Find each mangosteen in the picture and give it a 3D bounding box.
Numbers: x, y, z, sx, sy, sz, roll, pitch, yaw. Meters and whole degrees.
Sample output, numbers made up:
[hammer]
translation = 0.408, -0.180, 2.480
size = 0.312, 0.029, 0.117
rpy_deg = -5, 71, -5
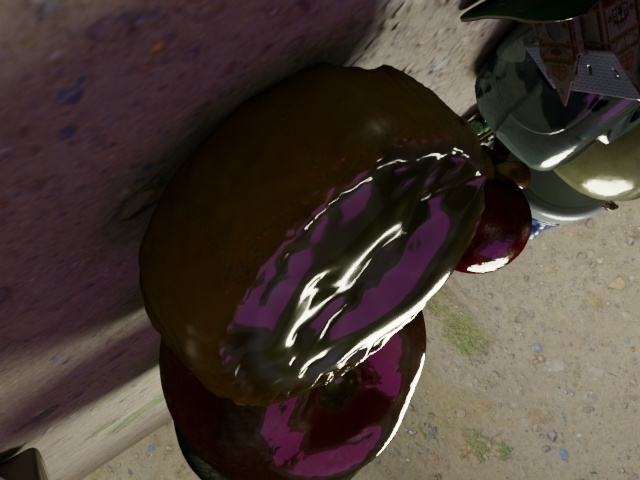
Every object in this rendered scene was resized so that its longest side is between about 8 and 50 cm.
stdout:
[mangosteen]
translation = 0.271, -0.070, 1.270
size = 0.215, 0.215, 0.257
rpy_deg = -29, 138, -47

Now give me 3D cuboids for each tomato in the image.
[tomato]
translation = -0.036, 0.109, 0.743
size = 0.270, 0.270, 0.223
rpy_deg = -34, -149, -20

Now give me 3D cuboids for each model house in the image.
[model house]
translation = 0.207, -0.162, 0.545
size = 0.167, 0.088, 0.117
rpy_deg = -35, -150, -19

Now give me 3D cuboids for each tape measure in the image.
[tape measure]
translation = 0.290, -0.185, 0.746
size = 0.256, 0.147, 0.275
rpy_deg = -36, 172, 3

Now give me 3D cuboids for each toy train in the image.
[toy train]
translation = 0.229, -0.162, 1.014
size = 0.103, 0.044, 0.064
rpy_deg = -34, 169, -37

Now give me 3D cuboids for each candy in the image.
[candy]
translation = 0.000, 0.000, 0.505
size = 0.260, 0.118, 0.259
rpy_deg = -31, 146, -24

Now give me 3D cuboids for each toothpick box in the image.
[toothpick box]
translation = 0.462, -0.131, 1.484
size = 0.263, 0.263, 0.355
rpy_deg = -37, 174, 3

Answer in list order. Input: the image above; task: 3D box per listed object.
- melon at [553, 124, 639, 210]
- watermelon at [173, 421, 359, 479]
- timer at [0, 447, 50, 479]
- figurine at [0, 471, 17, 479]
[melon]
translation = 0.482, -0.197, 1.149
size = 0.272, 0.271, 0.308
rpy_deg = -31, 177, -37
[watermelon]
translation = -0.057, 0.244, 1.146
size = 0.363, 0.363, 0.363
rpy_deg = -36, 173, -5
[timer]
translation = -0.491, 0.405, 0.969
size = 0.266, 0.175, 0.175
rpy_deg = -16, 165, -21
[figurine]
translation = -0.445, 0.365, 0.819
size = 0.237, 0.141, 0.162
rpy_deg = -31, 128, 5
